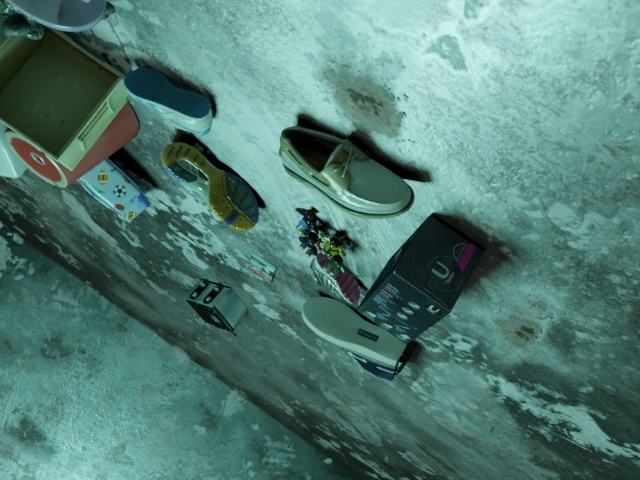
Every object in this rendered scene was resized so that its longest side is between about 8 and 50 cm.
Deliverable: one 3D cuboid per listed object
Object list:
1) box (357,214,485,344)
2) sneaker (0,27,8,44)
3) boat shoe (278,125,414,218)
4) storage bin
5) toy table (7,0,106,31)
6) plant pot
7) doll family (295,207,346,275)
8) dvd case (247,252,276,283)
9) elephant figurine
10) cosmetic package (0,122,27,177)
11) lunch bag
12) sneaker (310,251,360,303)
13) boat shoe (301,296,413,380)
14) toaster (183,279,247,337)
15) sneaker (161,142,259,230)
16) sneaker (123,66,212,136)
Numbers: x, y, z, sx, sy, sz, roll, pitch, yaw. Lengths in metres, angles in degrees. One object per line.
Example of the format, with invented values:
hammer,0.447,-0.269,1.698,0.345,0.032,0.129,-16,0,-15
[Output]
box,0.208,0.091,1.477,0.143,0.165,0.270,34,155,2
sneaker,-0.736,-0.511,1.626,0.061,0.158,0.065,-11,164,1
boat shoe,0.041,-0.136,1.352,0.302,0.113,0.103,23,158,25
storage bin,-0.617,-0.343,1.590,0.262,0.260,0.123,34,170,1
toy table,-0.517,-0.514,1.252,0.274,0.252,0.161,30,172,-14
plant pot,-0.648,-0.287,1.765,0.274,0.243,0.275,27,153,15
doll family,0.000,0.000,1.679,0.193,0.076,0.111,36,159,4
dvd case,-0.179,0.086,2.105,0.087,0.013,0.119,32,155,5
elephant figurine,-0.569,-0.522,1.415,0.239,0.186,0.170,-8,89,41
cosmetic package,-0.957,-0.319,1.831,0.384,0.156,0.217,10,136,16
lunch bag,-0.650,-0.194,2.041,0.303,0.115,0.243,50,172,-25
sneaker,0.035,0.101,1.822,0.170,0.063,0.074,46,152,-12
boat shoe,0.095,0.295,1.999,0.340,0.127,0.158,27,146,15
toaster,-0.371,0.239,2.482,0.168,0.110,0.186,11,145,41
sneaker,-0.279,-0.142,1.764,0.296,0.112,0.131,44,170,-15
sneaker,-0.346,-0.308,1.550,0.228,0.087,0.092,31,156,13
